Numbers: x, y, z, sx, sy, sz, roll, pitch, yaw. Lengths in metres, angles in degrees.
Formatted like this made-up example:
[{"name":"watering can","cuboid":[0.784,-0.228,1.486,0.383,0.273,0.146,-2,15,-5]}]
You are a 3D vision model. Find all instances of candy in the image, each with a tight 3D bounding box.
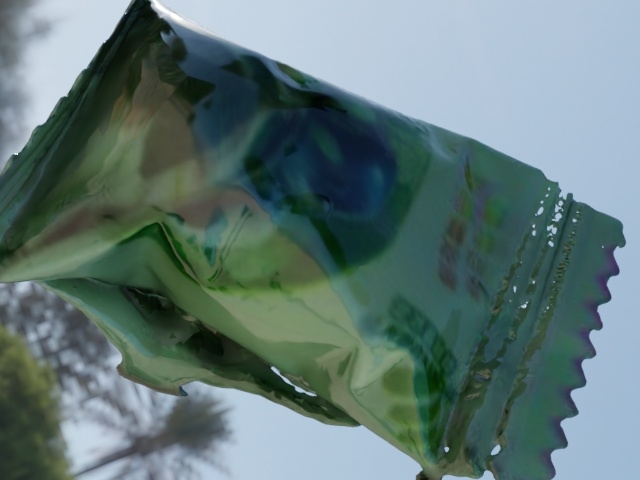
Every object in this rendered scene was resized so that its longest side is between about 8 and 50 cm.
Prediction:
[{"name":"candy","cuboid":[0.002,-0.003,1.177,0.397,0.263,0.172,24,-28,-2]}]
